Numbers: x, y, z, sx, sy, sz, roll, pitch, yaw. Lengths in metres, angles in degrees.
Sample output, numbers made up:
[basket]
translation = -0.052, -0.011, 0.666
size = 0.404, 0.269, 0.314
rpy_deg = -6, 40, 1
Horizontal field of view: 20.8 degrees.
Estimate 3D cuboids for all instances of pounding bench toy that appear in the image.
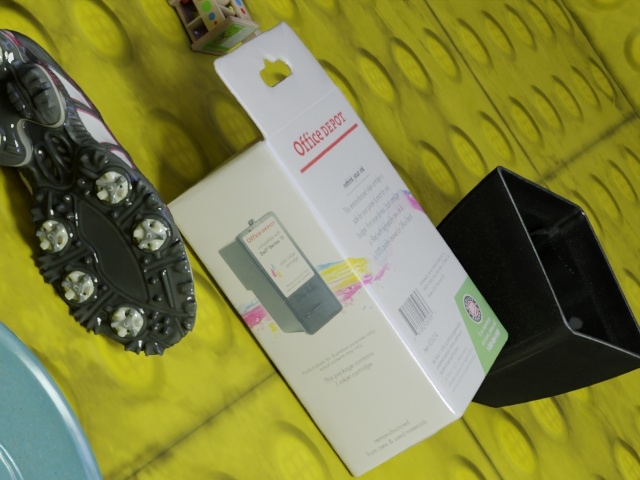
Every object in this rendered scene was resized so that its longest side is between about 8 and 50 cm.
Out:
[pounding bench toy]
translation = -0.097, -0.219, 1.682
size = 0.083, 0.052, 0.065
rpy_deg = 2, 57, -61

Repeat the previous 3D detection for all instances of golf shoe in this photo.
[golf shoe]
translation = -0.168, -0.045, 1.273
size = 0.273, 0.105, 0.120
rpy_deg = 56, 17, -2

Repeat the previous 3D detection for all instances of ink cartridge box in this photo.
[ink cartridge box]
translation = 0.000, 0.000, 1.505
size = 0.353, 0.119, 0.207
rpy_deg = 56, 24, -4

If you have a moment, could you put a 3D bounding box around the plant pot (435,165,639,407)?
[plant pot]
translation = 0.186, 0.065, 1.716
size = 0.188, 0.167, 0.187
rpy_deg = 22, 41, -53

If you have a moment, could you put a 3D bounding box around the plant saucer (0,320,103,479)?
[plant saucer]
translation = -0.205, 0.150, 0.968
size = 0.317, 0.044, 0.317
rpy_deg = 46, 30, -37
